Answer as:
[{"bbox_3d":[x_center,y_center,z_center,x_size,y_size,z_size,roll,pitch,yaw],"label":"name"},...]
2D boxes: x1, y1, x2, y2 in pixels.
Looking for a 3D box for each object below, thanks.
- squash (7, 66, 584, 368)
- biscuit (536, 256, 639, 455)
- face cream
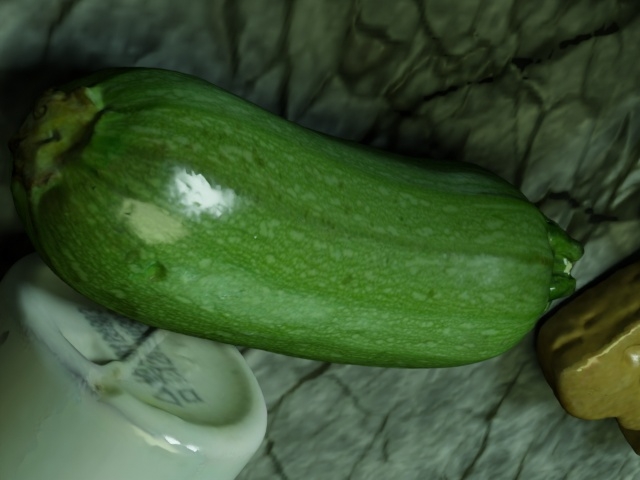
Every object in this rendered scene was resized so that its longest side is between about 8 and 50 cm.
[{"bbox_3d":[0.000,0.000,0.427,0.219,0.068,0.077,11,116,-42],"label":"squash"},{"bbox_3d":[0.202,0.004,0.597,0.212,0.041,0.238,3,127,-35],"label":"biscuit"},{"bbox_3d":[-0.138,0.146,0.448,0.092,0.092,0.311,20,114,-44],"label":"face cream"}]
